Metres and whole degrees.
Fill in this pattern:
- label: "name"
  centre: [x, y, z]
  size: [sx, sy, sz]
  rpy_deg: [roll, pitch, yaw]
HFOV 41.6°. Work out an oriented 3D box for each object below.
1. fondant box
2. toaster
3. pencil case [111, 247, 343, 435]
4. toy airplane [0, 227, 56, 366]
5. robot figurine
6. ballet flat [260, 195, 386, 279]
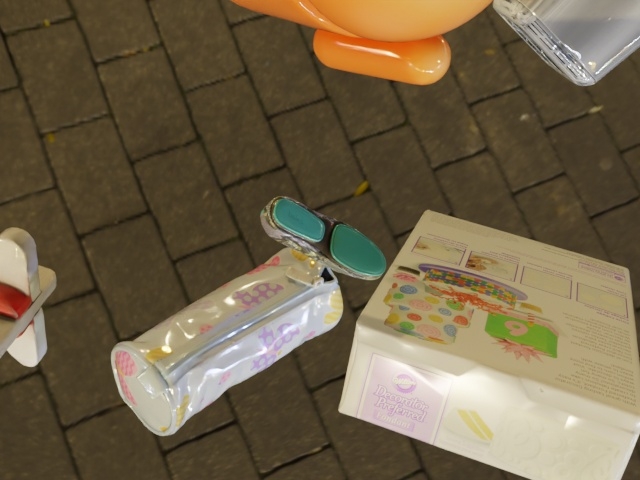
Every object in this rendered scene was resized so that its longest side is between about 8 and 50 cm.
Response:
- label: "fondant box"
  centre: [0.178, 0.089, 0.829]
  size: [0.238, 0.330, 0.096]
  rpy_deg: [17, 112, 12]
- label: "toaster"
  centre: [0.333, -0.312, 1.108]
  size: [0.227, 0.129, 0.146]
  rpy_deg: [35, 105, -30]
- label: "pencil case"
  centre: [-0.098, 0.107, 0.950]
  size: [0.273, 0.124, 0.113]
  rpy_deg: [-29, 101, -35]
- label: "toy airplane"
  centre: [-0.489, 0.041, 0.922]
  size: [0.272, 0.384, 0.386]
  rpy_deg: [-37, 103, -43]
- label: "robot figurine"
  centre: [0.011, -0.159, 0.389]
  size: [0.128, 0.219, 0.158]
  rpy_deg: [6, 106, -34]
- label: "ballet flat"
  centre: [0.000, 0.000, 0.675]
  size: [0.114, 0.041, 0.041]
  rpy_deg: [29, 68, -24]
